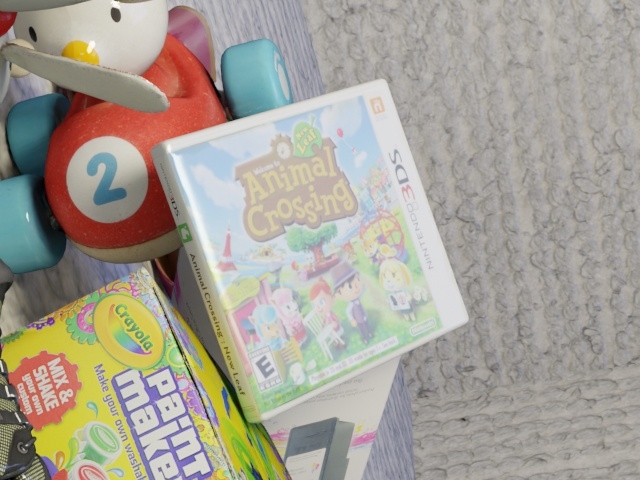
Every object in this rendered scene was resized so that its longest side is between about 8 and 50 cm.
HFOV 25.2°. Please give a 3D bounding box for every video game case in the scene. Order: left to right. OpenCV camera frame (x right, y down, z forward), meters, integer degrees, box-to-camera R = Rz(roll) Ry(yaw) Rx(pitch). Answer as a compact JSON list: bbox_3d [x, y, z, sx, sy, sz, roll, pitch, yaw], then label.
[{"bbox_3d":[0.000,0.000,0.995,0.212,0.023,0.193,-21,92,-40],"label":"video game case"}]

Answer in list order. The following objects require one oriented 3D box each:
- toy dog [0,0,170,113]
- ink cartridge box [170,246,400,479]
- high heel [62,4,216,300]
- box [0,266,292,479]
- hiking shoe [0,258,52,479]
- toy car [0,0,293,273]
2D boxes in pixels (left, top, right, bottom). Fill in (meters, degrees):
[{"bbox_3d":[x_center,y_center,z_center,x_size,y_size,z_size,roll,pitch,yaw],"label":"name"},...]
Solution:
[{"bbox_3d":[-0.135,-0.182,0.864,0.161,0.334,0.220,-15,98,-39],"label":"toy dog"},{"bbox_3d":[-0.043,0.109,1.218,0.353,0.119,0.207,105,-32,-40],"label":"ink cartridge box"},{"bbox_3d":[-0.163,-0.027,1.379,0.181,0.127,0.377,-39,127,-47],"label":"high heel"},{"bbox_3d":[-0.093,0.223,0.903,0.290,0.177,0.279,63,-1,31],"label":"box"},{"bbox_3d":[-0.202,0.103,0.792,0.114,0.086,0.226,37,38,-21],"label":"hiking shoe"},{"bbox_3d":[-0.158,-0.126,1.038,0.210,0.219,0.238,-89,162,-50],"label":"toy car"}]
